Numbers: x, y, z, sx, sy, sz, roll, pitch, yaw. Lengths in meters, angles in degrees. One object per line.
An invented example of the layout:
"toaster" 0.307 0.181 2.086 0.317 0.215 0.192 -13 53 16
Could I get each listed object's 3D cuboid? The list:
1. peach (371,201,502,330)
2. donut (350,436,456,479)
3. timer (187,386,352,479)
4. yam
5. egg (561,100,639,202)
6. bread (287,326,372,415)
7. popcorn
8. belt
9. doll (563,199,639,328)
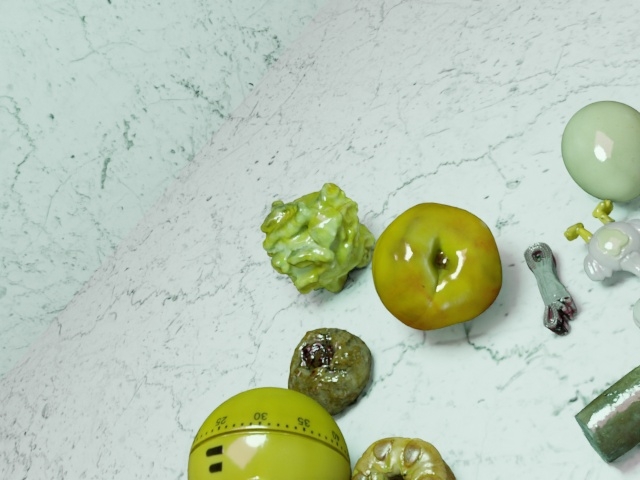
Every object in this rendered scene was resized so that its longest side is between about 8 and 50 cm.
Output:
"peach" 0.254 0.055 1.584 0.289 0.289 0.308 -49 -4 -6
"donut" 0.156 0.492 1.351 0.226 0.114 0.227 -26 39 24
"timer" -0.111 0.503 1.414 0.376 0.376 0.387 -23 43 29
"yam" 0.555 0.265 1.182 0.259 0.106 0.106 -39 34 9
"egg" 0.621 -0.189 1.509 0.188 0.188 0.254 -26 41 26
"bread" 0.012 0.308 1.692 0.230 0.123 0.230 -30 36 25
"popcorn" -0.015 -0.001 1.887 0.312 0.312 0.312 -28 38 24
"belt" 0.485 0.094 1.478 0.071 0.053 0.232 -27 37 23
"doll" 0.615 0.061 1.341 0.160 0.094 0.365 -41 33 12
